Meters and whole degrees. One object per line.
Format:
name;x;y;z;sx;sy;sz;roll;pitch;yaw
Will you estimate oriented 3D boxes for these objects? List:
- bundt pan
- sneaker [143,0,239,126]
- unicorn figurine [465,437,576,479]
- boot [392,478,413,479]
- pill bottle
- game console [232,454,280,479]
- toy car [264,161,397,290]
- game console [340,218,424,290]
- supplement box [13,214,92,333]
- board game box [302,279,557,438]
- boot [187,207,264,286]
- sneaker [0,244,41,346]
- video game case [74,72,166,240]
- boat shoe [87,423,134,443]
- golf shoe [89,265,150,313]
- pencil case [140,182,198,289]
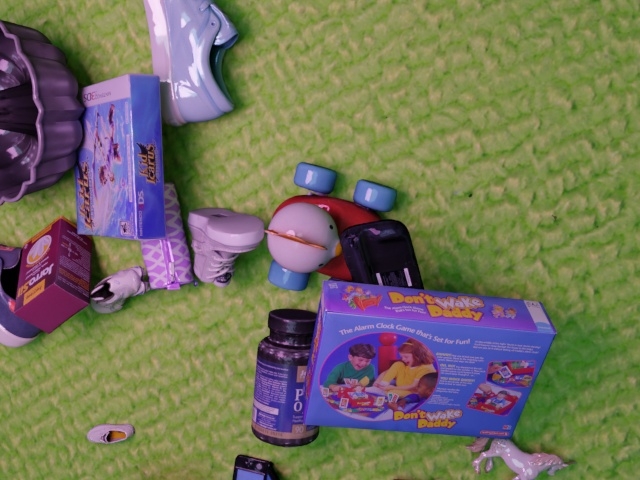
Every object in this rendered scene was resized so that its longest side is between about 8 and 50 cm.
bundt pan;-0.543;-0.233;1.218;0.331;0.124;0.331;9;105;35
sneaker;-0.215;-0.387;1.175;0.150;0.135;0.366;-5;103;5
unicorn figurine;0.336;0.380;1.154;0.162;0.060;0.111;35;102;7
boot;0.141;0.566;1.198;0.264;0.096;0.280;-1;94;13
pill bottle;-0.054;0.236;1.193;0.122;0.123;0.219;7;97;12
game console;-0.123;0.475;1.258;0.107;0.071;0.122;10;97;11
toy car;0.000;0.000;1.100;0.210;0.238;0.219;18;99;10
game console;0.138;0.117;1.090;0.213;0.044;0.361;-15;122;7
supplement box;-0.483;0.059;1.237;0.104;0.188;0.081;-34;131;14
board game box;0.159;0.193;1.067;0.347;0.078;0.233;6;122;-7
boot;-0.158;0.020;1.153;0.095;0.258;0.123;-8;103;-22
sneaker;-0.644;0.036;1.305;0.350;0.131;0.148;44;104;-5
video game case;-0.358;-0.139;1.188;0.244;0.061;0.270;4;97;49
boat shoe;-0.416;0.381;1.331;0.100;0.035;0.035;-6;94;12
golf shoe;-0.394;0.093;1.251;0.176;0.086;0.069;-30;77;41
pencil case;-0.288;-0.007;1.238;0.086;0.088;0.206;-13;91;-6
